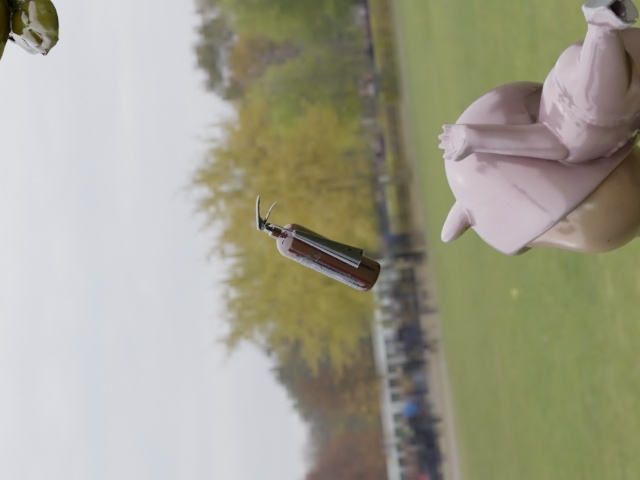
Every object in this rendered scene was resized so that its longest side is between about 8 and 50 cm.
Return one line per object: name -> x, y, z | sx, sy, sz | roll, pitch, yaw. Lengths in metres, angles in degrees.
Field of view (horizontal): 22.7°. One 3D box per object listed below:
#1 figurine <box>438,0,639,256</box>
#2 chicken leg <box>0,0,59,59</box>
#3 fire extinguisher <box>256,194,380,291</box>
figurine -> 0.213, -0.076, 1.276 | 0.186, 0.176, 0.287 | 50, 134, 9
chicken leg -> -0.334, -0.270, 1.020 | 0.152, 0.201, 0.429 | -13, -105, -58
fire extinguisher -> -0.002, 0.006, 1.107 | 0.032, 0.100, 0.046 | -63, 16, 7
